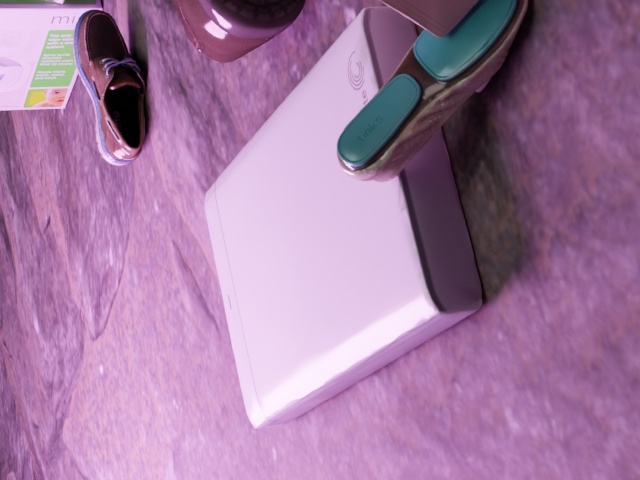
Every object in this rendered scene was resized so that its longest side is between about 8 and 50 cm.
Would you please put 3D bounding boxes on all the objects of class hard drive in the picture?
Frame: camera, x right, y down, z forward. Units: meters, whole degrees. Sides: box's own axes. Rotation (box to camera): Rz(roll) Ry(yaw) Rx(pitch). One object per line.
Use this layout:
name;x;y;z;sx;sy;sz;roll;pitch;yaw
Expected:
hard drive;0.000;0.000;1.043;0.353;0.047;0.233;-40;58;58

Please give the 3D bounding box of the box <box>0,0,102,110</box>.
box;-0.439;-0.279;1.647;0.231;0.262;0.127;-50;51;53

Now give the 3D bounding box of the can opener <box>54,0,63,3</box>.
can opener;-0.279;-0.377;1.460;0.283;0.095;0.076;-45;53;48

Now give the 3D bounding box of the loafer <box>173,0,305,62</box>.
loafer;-0.126;-0.314;1.152;0.130;0.133;0.366;-50;50;54

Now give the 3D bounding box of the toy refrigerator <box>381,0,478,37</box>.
toy refrigerator;0.030;-0.264;0.855;0.102;0.094;0.269;-46;47;21

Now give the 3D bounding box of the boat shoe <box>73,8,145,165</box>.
boat shoe;-0.232;-0.181;1.474;0.066;0.066;0.183;-14;91;58

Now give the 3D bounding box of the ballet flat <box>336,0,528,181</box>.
ballet flat;0.077;-0.103;0.849;0.168;0.052;0.057;-43;56;18
